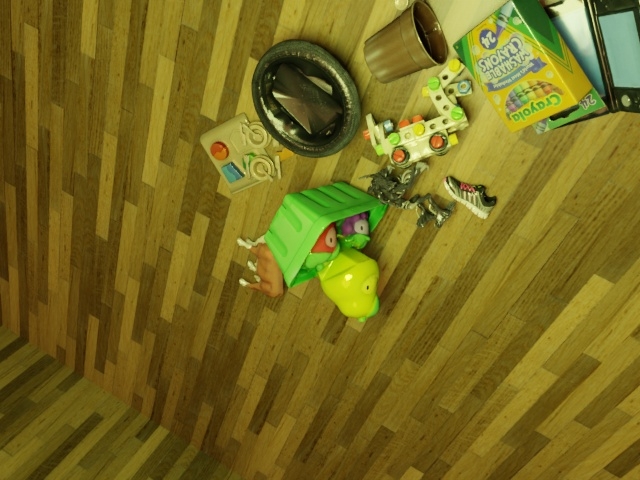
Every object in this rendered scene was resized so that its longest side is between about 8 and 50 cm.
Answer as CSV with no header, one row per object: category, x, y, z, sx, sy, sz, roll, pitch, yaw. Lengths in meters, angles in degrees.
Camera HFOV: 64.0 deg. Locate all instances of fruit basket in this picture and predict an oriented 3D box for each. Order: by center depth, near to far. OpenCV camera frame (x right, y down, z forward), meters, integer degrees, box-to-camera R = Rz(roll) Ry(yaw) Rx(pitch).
fruit basket,0.066,0.035,1.473,0.392,0.392,0.283,34,121,4

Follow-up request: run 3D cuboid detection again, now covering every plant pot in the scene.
plant pot,0.209,-0.492,1.304,0.165,0.167,0.167,-16,109,39

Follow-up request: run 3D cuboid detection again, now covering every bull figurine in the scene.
bull figurine,-0.195,0.065,1.829,0.188,0.101,0.311,17,120,21

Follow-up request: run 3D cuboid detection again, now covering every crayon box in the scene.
crayon box,0.486,-0.393,1.212,0.323,0.083,0.203,52,156,-8

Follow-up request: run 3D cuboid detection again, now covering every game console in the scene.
game console,0.605,-0.402,1.161,0.173,0.250,0.293,-23,107,5

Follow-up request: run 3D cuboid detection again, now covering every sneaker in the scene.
sneaker,0.427,-0.137,1.450,0.170,0.063,0.075,37,126,-4

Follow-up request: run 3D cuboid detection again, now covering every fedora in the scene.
fedora,-0.025,-0.409,1.453,0.333,0.152,0.334,11,123,17

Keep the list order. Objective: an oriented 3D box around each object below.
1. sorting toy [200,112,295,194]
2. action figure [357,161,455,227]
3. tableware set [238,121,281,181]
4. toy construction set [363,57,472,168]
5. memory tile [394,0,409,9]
sorting toy,-0.242,-0.294,1.686,0.307,0.041,0.229,-18,108,32
action figure,0.243,-0.146,1.467,0.275,0.141,0.164,31,164,-21
tableware set,-0.197,-0.280,1.636,0.128,0.039,0.194,3,114,17
toy construction set,0.253,-0.315,1.360,0.327,0.151,0.215,-21,80,33
memory tile,0.190,-0.672,1.295,0.148,0.012,0.113,44,126,-3
